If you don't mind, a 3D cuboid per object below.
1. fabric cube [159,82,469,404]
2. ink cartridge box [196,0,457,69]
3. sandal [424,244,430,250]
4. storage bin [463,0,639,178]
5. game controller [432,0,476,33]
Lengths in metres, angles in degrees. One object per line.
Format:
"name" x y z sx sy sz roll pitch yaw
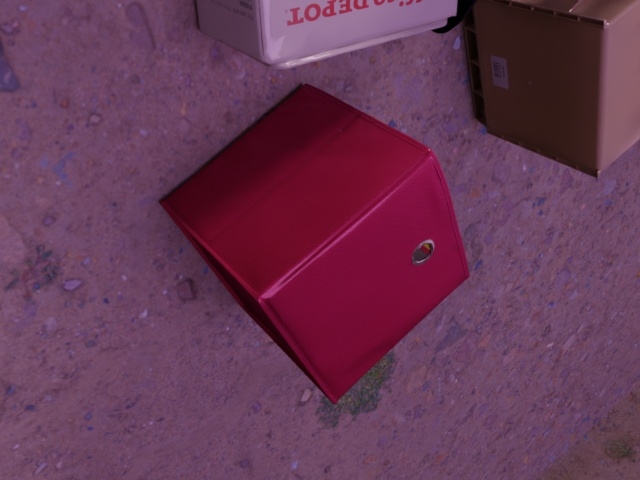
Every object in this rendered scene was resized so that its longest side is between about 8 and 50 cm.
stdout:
"fabric cube" 0.000 0.000 0.839 0.258 0.259 0.254 -41 137 -13
"ink cartridge box" 0.004 -0.406 0.649 0.279 0.160 0.385 -23 129 -28
"sandal" 0.127 0.054 1.106 0.317 0.126 0.138 -10 158 -44
"storage bin" 0.353 -0.267 0.965 0.123 0.260 0.262 -38 135 -17
"game controller" 0.174 -0.387 0.713 0.067 0.167 0.319 -6 159 -20
